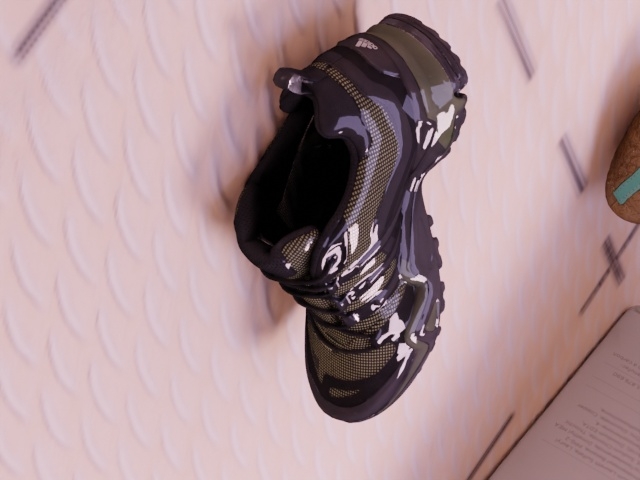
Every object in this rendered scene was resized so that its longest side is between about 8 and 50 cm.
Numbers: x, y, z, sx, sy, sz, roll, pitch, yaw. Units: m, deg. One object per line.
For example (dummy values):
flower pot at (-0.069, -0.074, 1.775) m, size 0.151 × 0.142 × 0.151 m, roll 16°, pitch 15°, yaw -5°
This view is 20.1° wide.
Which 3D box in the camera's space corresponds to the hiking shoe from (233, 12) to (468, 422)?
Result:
hiking shoe at (0.000, 0.000, 0.889) m, size 0.114 × 0.086 × 0.227 m, roll -19°, pitch 128°, yaw -34°

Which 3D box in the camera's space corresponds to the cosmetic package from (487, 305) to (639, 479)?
cosmetic package at (0.193, 0.267, 1.385) m, size 0.385 × 0.156 × 0.217 m, roll -44°, pitch 148°, yaw -28°

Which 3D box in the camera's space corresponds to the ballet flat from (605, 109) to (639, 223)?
ballet flat at (0.310, -0.064, 1.320) m, size 0.342 × 0.116 × 0.124 m, roll -15°, pitch 155°, yaw -52°
